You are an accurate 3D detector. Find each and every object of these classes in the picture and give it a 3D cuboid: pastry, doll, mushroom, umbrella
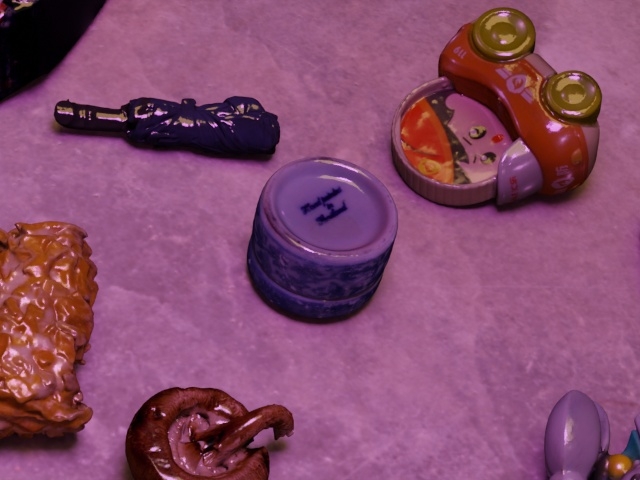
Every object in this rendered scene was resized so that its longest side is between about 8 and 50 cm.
[{"bbox_3d":[-0.289,0.077,1.532,0.154,0.102,0.250,5,50,-14],"label":"pastry"},{"bbox_3d":[0.305,0.236,1.500,0.195,0.153,0.258,-7,41,17],"label":"doll"},{"bbox_3d":[-0.100,0.193,1.494,0.171,0.080,0.135,-14,66,-25],"label":"mushroom"},{"bbox_3d":[-0.167,-0.134,1.777,0.248,0.071,0.071,6,48,-3],"label":"umbrella"}]

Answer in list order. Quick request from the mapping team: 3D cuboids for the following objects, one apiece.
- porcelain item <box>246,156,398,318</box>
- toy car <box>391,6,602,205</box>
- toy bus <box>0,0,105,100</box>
[{"bbox_3d":[0.000,0.000,1.662,0.147,0.114,0.147,8,49,-9],"label":"porcelain item"},{"bbox_3d":[0.189,-0.123,1.823,0.235,0.145,0.235,-2,62,4],"label":"toy car"},{"bbox_3d":[-0.335,-0.299,1.836,0.147,0.127,0.302,18,48,7],"label":"toy bus"}]
